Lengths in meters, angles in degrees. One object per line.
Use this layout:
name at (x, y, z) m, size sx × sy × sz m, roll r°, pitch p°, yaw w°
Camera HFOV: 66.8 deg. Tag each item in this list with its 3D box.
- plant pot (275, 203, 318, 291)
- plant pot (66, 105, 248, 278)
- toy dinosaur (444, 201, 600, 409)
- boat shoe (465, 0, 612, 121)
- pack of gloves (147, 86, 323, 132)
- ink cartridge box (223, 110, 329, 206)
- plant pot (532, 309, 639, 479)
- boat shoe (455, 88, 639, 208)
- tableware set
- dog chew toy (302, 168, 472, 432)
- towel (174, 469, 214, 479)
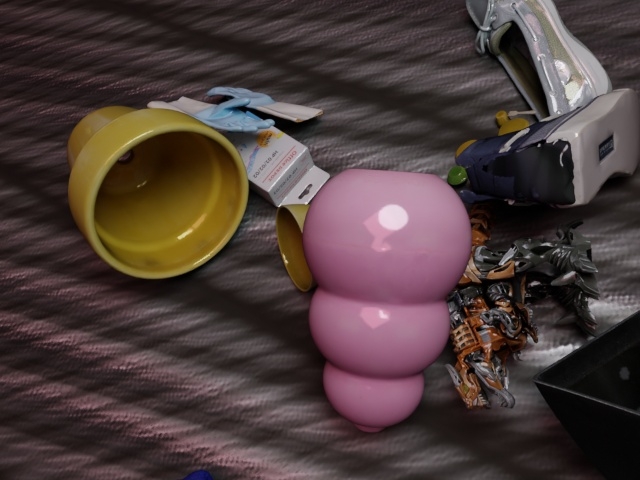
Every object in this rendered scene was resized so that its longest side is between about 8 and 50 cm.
plant pot at (0.000, 0.000, 0.741) m, size 0.095 × 0.134 × 0.134 m, roll -17°, pitch 64°, yaw -21°
plant pot at (-0.283, -0.104, 0.781) m, size 0.254 × 0.254 × 0.239 m, roll -46°, pitch 51°, yaw -8°
toy dinosaur at (0.243, 0.056, 0.653) m, size 0.219 × 0.164 × 0.321 m, roll -7°, pitch 78°, yaw 25°
boat shoe at (0.330, -0.313, 0.793) m, size 0.103 × 0.118 × 0.320 m, roll -27°, pitch 73°, yaw -4°
pack of gloves at (-0.143, -0.243, 0.831) m, size 0.232 × 0.046 × 0.195 m, roll 22°, pitch 36°, yaw 27°
ink cartridge box at (-0.086, -0.132, 0.835) m, size 0.181 × 0.061 × 0.104 m, roll 35°, pitch 78°, yaw 22°
plant pot at (0.376, 0.189, 0.495) m, size 0.188 × 0.188 × 0.166 m, roll -24°, pitch 94°, yaw -15°
boat shoe at (0.326, -0.130, 0.677) m, size 0.158 × 0.341 × 0.127 m, roll 3°, pitch 108°, yaw 45°
tableware set at (0.271, -0.146, 0.777) m, size 0.104 × 0.024 × 0.154 m, roll 15°, pitch 67°, yaw 49°
dog chew toy at (0.075, 0.079, 0.614) m, size 0.207 × 0.207 × 0.331 m, roll 6°, pitch 99°, yaw 14°
towel at (-0.271, 0.438, 0.599) m, size 0.309 × 0.076 × 0.227 m, roll -24°, pitch 28°, yaw 5°
